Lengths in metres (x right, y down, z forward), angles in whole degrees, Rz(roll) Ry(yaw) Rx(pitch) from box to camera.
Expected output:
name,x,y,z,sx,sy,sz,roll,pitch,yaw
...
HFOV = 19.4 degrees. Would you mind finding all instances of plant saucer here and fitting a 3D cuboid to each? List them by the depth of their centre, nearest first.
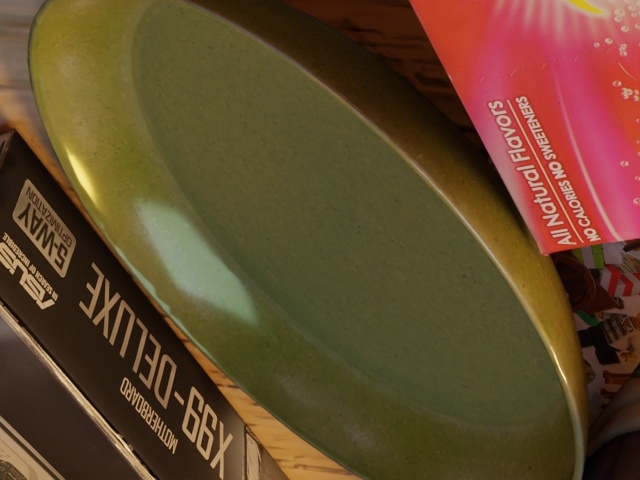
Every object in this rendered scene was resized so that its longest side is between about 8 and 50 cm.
name,x,y,z,sx,sy,sz,roll,pitch,yaw
plant saucer,0.000,0.000,0.633,0.241,0.037,0.241,36,155,19

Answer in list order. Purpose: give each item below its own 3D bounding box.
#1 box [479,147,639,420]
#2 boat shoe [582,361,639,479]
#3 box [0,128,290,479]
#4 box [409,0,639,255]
name,x,y,z,sx,sy,sz,roll,pitch,yaw
box,0.172,0.033,0.673,0.159,0.044,0.233,-25,122,34
boat shoe,0.104,0.153,0.693,0.132,0.130,0.355,28,155,10
box,-0.195,0.096,0.813,0.307,0.076,0.242,-14,129,26
box,0.076,-0.132,0.487,0.128,0.122,0.257,-12,129,26
